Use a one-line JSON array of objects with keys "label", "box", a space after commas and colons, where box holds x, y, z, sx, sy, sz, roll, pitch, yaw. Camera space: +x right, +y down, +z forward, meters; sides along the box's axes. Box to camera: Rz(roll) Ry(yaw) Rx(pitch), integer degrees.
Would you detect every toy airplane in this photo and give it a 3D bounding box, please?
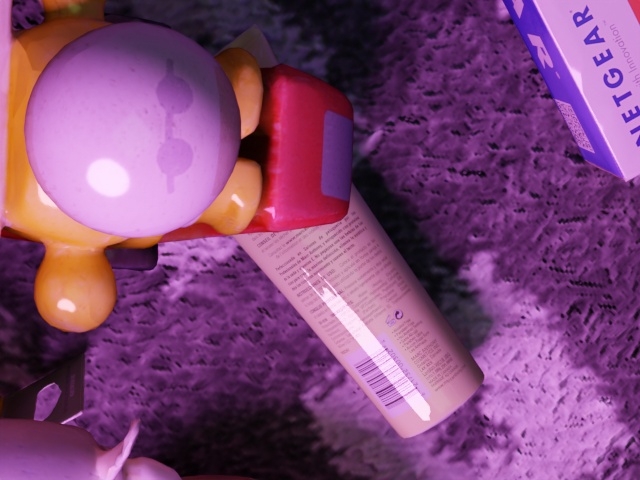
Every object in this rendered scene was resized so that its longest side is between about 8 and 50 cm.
[{"label": "toy airplane", "box": [-0.155, -0.054, 0.705, 0.384, 0.272, 0.386, -49, 122, -29]}]

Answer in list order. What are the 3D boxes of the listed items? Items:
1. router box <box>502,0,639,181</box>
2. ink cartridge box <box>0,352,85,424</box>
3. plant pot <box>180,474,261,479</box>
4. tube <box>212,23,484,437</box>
[{"label": "router box", "box": [0.210, -0.251, 0.889, 0.301, 0.082, 0.335, -29, 103, -1]}, {"label": "ink cartridge box", "box": [-0.233, 0.105, 0.890, 0.209, 0.109, 0.062, -30, 103, 0]}, {"label": "plant pot", "box": [-0.066, 0.236, 0.935, 0.237, 0.110, 0.237, -1, 102, -6]}, {"label": "tube", "box": [0.000, 0.000, 0.928, 0.240, 0.062, 0.070, 52, 53, -6]}]
